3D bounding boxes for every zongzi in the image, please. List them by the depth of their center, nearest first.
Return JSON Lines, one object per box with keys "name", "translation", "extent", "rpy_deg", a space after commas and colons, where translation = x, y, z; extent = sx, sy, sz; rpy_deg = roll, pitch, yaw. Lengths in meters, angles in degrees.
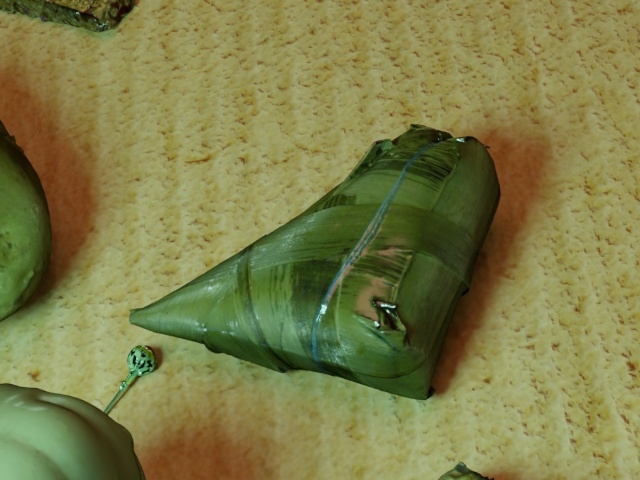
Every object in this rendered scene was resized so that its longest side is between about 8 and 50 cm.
{"name": "zongzi", "translation": [0.000, 0.000, 1.562], "extent": [0.274, 0.125, 0.251], "rpy_deg": [8, 52, 27]}

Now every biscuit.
{"name": "biscuit", "translation": [-0.288, -0.260, 1.919], "extent": [0.199, 0.034, 0.064], "rpy_deg": [18, 55, 26]}

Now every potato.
{"name": "potato", "translation": [-0.355, -0.037, 1.642], "extent": [0.210, 0.173, 0.307], "rpy_deg": [-33, 47, -19]}

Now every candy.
{"name": "candy", "translation": [-0.169, 0.123, 1.559], "extent": [0.083, 0.025, 0.023], "rpy_deg": [-53, 14, -20]}

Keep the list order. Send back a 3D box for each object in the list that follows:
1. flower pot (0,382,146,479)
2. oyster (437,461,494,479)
{"name": "flower pot", "translation": [-0.176, 0.274, 1.258], "extent": [0.244, 0.307, 0.307], "rpy_deg": [27, 57, 9]}
{"name": "oyster", "translation": [0.121, 0.275, 1.312], "extent": [0.214, 0.083, 0.223], "rpy_deg": [20, 62, 32]}
